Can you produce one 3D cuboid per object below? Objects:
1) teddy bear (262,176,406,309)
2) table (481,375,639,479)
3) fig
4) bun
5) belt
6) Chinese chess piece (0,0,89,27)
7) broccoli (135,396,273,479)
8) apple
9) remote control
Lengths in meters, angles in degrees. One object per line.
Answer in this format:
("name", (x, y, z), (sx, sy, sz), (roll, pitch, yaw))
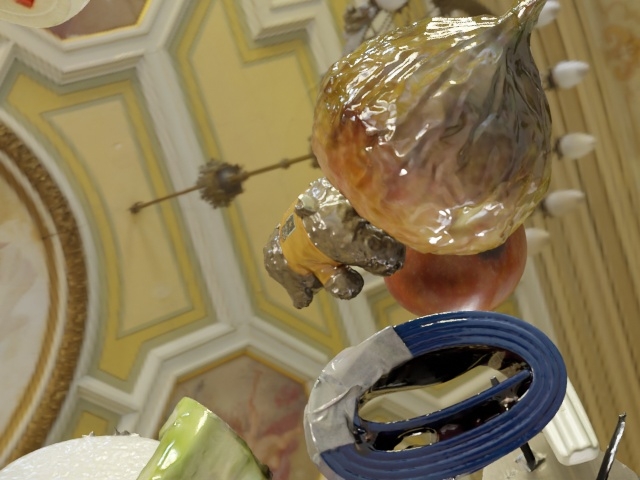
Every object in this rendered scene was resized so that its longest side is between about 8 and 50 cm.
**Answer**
("teddy bear", (0.000, 0.000, 1.285), (0.140, 0.190, 0.177), (8, -128, -35))
("table", (0.443, 0.410, 1.843), (0.317, 0.317, 0.249), (-50, -38, -30))
("fig", (0.175, -0.164, 1.083), (0.286, 0.368, 0.286), (32, -152, -19))
("bun", (-0.235, 0.343, 1.065), (0.263, 0.263, 0.175), (-14, -65, -37))
("belt", (0.148, 0.213, 1.312), (0.347, 0.117, 0.212), (-17, -106, -10))
("Chinese chess piece", (-0.399, -0.381, 1.225), (0.273, 0.273, 0.102), (37, -117, -27))
("broccoli", (-0.173, 0.263, 0.659), (0.252, 0.221, 0.361), (26, -112, -26))
("apple", (0.199, 0.007, 1.520), (0.230, 0.230, 0.230), (6, -100, -36))
("remote control", (0.455, 0.323, 1.891), (0.090, 0.230, 0.049), (-15, -49, -2))
